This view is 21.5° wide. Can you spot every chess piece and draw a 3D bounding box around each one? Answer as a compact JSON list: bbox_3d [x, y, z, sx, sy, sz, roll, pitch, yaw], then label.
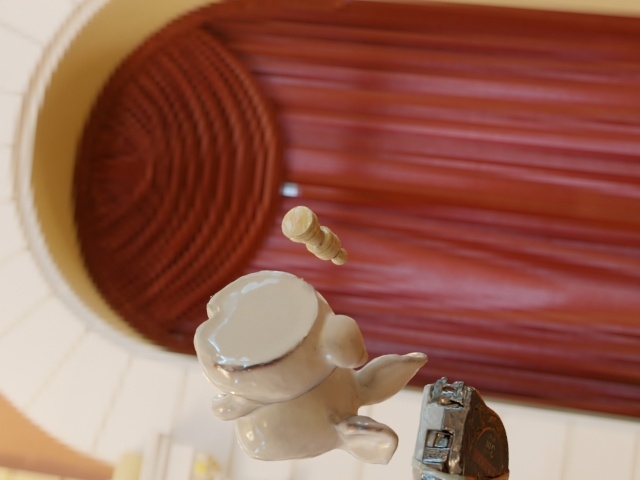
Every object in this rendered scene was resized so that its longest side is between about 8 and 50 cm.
[{"bbox_3d":[0.000,0.000,1.682,0.092,0.035,0.035,38,-123,-50],"label":"chess piece"}]

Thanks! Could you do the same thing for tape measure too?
[{"bbox_3d":[0.193,0.309,2.348,0.182,0.107,0.181,49,-129,-51],"label":"tape measure"}]

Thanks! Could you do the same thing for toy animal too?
[{"bbox_3d":[-0.014,0.120,1.531,0.193,0.178,0.127,54,-143,-39],"label":"toy animal"}]
